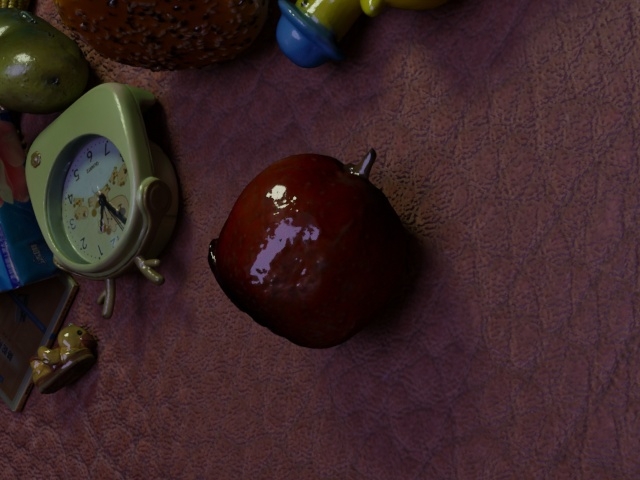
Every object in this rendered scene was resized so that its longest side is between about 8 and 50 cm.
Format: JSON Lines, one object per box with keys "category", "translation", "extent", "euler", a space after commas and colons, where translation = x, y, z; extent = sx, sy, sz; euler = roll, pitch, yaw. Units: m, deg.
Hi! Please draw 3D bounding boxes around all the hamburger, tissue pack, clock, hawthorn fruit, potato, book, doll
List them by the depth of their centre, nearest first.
{"category": "hawthorn fruit", "translation": [0.000, 0.000, 1.389], "extent": [0.215, 0.215, 0.249], "euler": [36, 100, 35]}
{"category": "doll", "translation": [0.076, -0.323, 1.408], "extent": [0.363, 0.145, 0.199], "euler": [-28, 30, 44]}
{"category": "hamburger", "translation": [-0.201, -0.330, 1.529], "extent": [0.300, 0.300, 0.176], "euler": [-12, 63, 38]}
{"category": "clock", "translation": [-0.299, -0.050, 1.700], "extent": [0.235, 0.096, 0.308], "euler": [-32, 67, 32]}
{"category": "potato", "translation": [-0.443, -0.269, 1.790], "extent": [0.248, 0.169, 0.143], "euler": [33, 137, 46]}
{"category": "tissue pack", "translation": [-0.528, -0.041, 1.802], "extent": [0.209, 0.137, 0.269], "euler": [-14, 94, 35]}
{"category": "book", "translation": [-0.474, 0.124, 1.879], "extent": [0.170, 0.018, 0.241], "euler": [40, 111, 34]}

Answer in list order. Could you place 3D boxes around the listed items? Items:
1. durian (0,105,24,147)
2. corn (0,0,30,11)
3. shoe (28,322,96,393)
{"category": "durian", "translation": [-0.538, -0.151, 1.913], "extent": [0.140, 0.078, 0.224], "euler": [35, 110, 35]}
{"category": "corn", "translation": [-0.520, -0.332, 1.920], "extent": [0.072, 0.072, 0.203], "euler": [28, 105, 37]}
{"category": "shoe", "translation": [-0.387, 0.175, 1.769], "extent": [0.109, 0.072, 0.069], "euler": [-50, 64, 25]}
